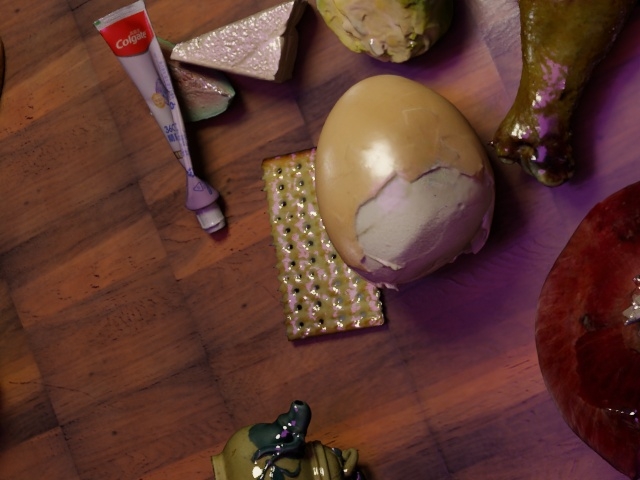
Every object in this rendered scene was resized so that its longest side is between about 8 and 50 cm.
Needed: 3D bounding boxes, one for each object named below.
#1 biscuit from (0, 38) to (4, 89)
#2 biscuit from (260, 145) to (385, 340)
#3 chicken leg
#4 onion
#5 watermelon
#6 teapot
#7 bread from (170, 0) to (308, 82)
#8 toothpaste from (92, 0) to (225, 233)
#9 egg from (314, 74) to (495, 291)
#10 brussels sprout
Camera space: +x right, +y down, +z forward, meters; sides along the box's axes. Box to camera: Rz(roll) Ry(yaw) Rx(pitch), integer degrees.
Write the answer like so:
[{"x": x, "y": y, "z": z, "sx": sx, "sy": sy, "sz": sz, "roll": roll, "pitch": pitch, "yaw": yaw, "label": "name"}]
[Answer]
[{"x": -0.623, "y": -0.238, "z": 2.025, "sx": 0.455, "sy": 0.078, "sz": 0.350, "roll": 47, "pitch": 113, "yaw": 16, "label": "biscuit"}, {"x": 0.000, "y": 0.000, "z": 1.771, "sx": 0.139, "sy": 0.016, "sz": 0.232, "roll": -11, "pitch": 87, "yaw": 24, "label": "biscuit"}, {"x": 0.254, "y": -0.259, "z": 1.581, "sx": 0.211, "sy": 0.140, "sz": 0.361, "roll": 28, "pitch": 99, "yaw": 13, "label": "chicken leg"}, {"x": 0.378, "y": 0.081, "z": 1.461, "sx": 0.347, "sy": 0.285, "sz": 0.348, "roll": -5, "pitch": 79, "yaw": 25, "label": "onion"}, {"x": -0.175, "y": -0.194, "z": 1.818, "sx": 0.155, "sy": 0.080, "sz": 0.101, "roll": 18, "pitch": 102, "yaw": 13, "label": "watermelon"}, {"x": -0.032, "y": 0.313, "z": 1.733, "sx": 0.182, "sy": 0.173, "sz": 0.270, "roll": -10, "pitch": 114, "yaw": -6, "label": "teapot"}, {"x": -0.099, "y": -0.258, "z": 1.764, "sx": 0.152, "sy": 0.077, "sz": 0.105, "roll": 13, "pitch": 101, "yaw": 12, "label": "bread"}, {"x": -0.189, "y": -0.148, "z": 1.790, "sx": 0.075, "sy": 0.048, "sz": 0.301, "roll": -4, "pitch": 114, "yaw": 54, "label": "toothpaste"}, {"x": 0.090, "y": -0.072, "z": 1.631, "sx": 0.201, "sy": 0.201, "sz": 0.245, "roll": -25, "pitch": 70, "yaw": 23, "label": "egg"}, {"x": 0.082, "y": -0.292, "z": 1.673, "sx": 0.149, "sy": 0.122, "sz": 0.152, "roll": 20, "pitch": 135, "yaw": 28, "label": "brussels sprout"}]
